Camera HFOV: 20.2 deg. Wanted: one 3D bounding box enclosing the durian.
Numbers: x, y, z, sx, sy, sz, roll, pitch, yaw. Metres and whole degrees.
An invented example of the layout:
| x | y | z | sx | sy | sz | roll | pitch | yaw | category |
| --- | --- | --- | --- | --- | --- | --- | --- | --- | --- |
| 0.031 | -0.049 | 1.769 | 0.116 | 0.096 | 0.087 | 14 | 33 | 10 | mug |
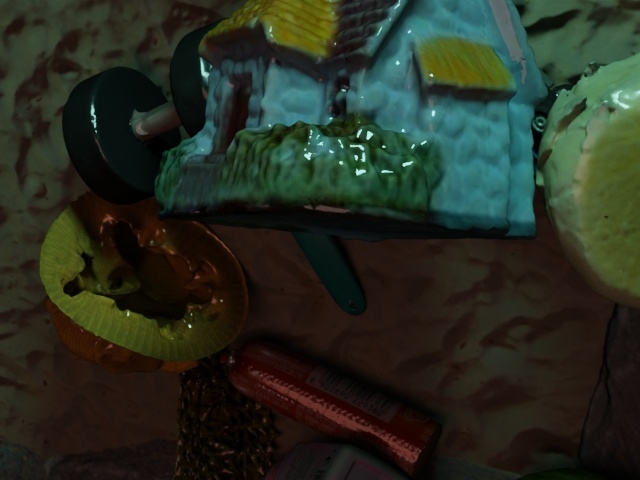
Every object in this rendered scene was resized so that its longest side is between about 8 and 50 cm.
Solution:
| x | y | z | sx | sy | sz | roll | pitch | yaw | category |
| --- | --- | --- | --- | --- | --- | --- | --- | --- | --- |
| -0.143 | 0.251 | 2.154 | 0.139 | 0.144 | 0.252 | 28 | 130 | 41 | durian |

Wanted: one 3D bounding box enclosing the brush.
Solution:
| x | y | z | sx | sy | sz | roll | pitch | yaw | category |
| --- | --- | --- | --- | --- | --- | --- | --- | --- | --- |
| 0.000 | 0.000 | 2.010 | 0.043 | 0.032 | 0.193 | -20 | 113 | 29 | brush |

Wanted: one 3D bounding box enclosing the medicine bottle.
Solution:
| x | y | z | sx | sy | sz | roll | pitch | yaw | category |
| --- | --- | --- | --- | --- | --- | --- | --- | --- | --- |
| 0.012 | 0.290 | 2.049 | 0.119 | 0.094 | 0.188 | 34 | 161 | -23 | medicine bottle |

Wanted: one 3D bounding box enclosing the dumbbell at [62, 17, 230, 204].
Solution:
| x | y | z | sx | sy | sz | roll | pitch | yaw | category |
| --- | --- | --- | --- | --- | --- | --- | --- | --- | --- |
| -0.157 | -0.137 | 1.955 | 0.218 | 0.152 | 0.152 | -18 | 102 | 33 | dumbbell |

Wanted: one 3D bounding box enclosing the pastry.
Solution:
| x | y | z | sx | sy | sz | roll | pitch | yaw | category |
| --- | --- | --- | --- | --- | --- | --- | --- | --- | --- |
| 0.331 | -0.060 | 1.706 | 0.264 | 0.133 | 0.265 | 1 | 112 | 1 | pastry |

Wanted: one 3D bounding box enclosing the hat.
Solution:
| x | y | z | sx | sy | sz | roll | pitch | yaw | category |
| --- | --- | --- | --- | --- | --- | --- | --- | --- | --- |
| -0.250 | 0.091 | 2.090 | 0.233 | 0.244 | 0.233 | 54 | 139 | 7 | hat |

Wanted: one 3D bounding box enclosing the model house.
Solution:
| x | y | z | sx | sy | sz | roll | pitch | yaw | category |
| --- | --- | --- | --- | --- | --- | --- | --- | --- | --- |
| 0.034 | -0.173 | 1.712 | 0.360 | 0.297 | 0.339 | 0 | 83 | 63 | model house |

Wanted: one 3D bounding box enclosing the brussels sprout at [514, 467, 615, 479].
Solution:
| x | y | z | sx | sy | sz | roll | pitch | yaw | category |
| --- | --- | --- | --- | --- | --- | --- | --- | --- | --- |
| 0.269 | 0.310 | 1.933 | 0.145 | 0.183 | 0.131 | 150 | 115 | -72 | brussels sprout |

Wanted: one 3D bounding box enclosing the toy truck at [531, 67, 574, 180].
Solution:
| x | y | z | sx | sy | sz | roll | pitch | yaw | category |
| --- | --- | --- | --- | --- | --- | --- | --- | --- | --- |
| 0.213 | -0.124 | 1.817 | 0.202 | 0.074 | 0.088 | 47 | 134 | 2 | toy truck |

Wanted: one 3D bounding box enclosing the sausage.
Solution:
| x | y | z | sx | sy | sz | roll | pitch | yaw | category |
| --- | --- | --- | --- | --- | --- | --- | --- | --- | --- |
| 0.004 | 0.184 | 2.056 | 0.274 | 0.074 | 0.074 | 24 | 121 | 16 | sausage |
